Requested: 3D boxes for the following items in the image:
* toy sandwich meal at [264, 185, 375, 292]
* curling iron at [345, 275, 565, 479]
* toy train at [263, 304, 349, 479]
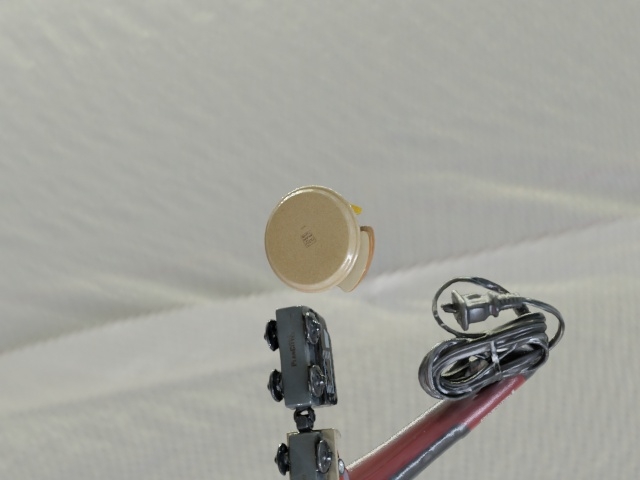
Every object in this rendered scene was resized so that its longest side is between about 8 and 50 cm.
[{"bbox_3d":[0.000,0.000,1.304,0.085,0.029,0.085,-1,-93,27],"label":"toy sandwich meal"},{"bbox_3d":[-0.002,0.113,0.827,0.274,0.068,0.035,-41,-151,-2],"label":"curling iron"},{"bbox_3d":[-0.002,0.106,0.768,0.027,0.036,0.158,-8,-99,21],"label":"toy train"}]
